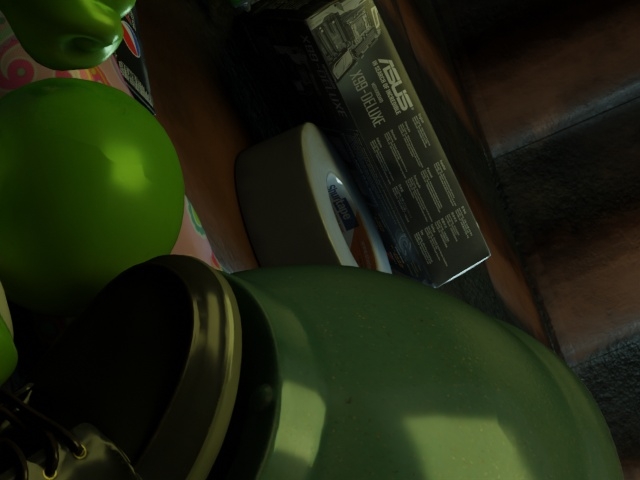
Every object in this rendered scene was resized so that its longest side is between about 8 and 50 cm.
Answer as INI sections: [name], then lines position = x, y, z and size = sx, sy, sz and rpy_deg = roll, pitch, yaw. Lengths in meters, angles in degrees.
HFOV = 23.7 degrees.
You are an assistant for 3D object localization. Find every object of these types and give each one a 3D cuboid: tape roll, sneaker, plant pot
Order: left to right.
[sneaker]
position = -0.119, 0.089, 0.602
size = 0.083, 0.222, 0.118
rpy_deg = 23, -12, 35
[plant pot]
position = -0.027, 0.130, 0.740
size = 0.196, 0.293, 0.293
rpy_deg = 37, 31, -41
[tape roll]
position = 0.000, 0.000, 1.458
size = 0.219, 0.072, 0.219
rpy_deg = 59, 16, -28

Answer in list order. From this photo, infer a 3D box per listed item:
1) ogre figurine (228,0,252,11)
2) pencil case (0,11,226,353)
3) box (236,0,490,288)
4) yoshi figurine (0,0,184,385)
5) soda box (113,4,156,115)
[ogre figurine]
position = -0.106, -0.303, 1.507
size = 0.118, 0.097, 0.197
rpy_deg = 60, -24, 26
[pencil case]
position = -0.153, -0.068, 0.866
size = 0.284, 0.124, 0.124
rpy_deg = 66, 13, -4
[box]
position = 0.040, -0.116, 1.589
size = 0.307, 0.076, 0.242
rpy_deg = 63, -13, -16
[yoshi figurine]
position = -0.173, -0.102, 0.709
size = 0.203, 0.203, 0.362
rpy_deg = 33, 39, -78
[soda box]
position = -0.165, -0.154, 1.090
size = 0.053, 0.060, 0.169
rpy_deg = 52, 19, -51
